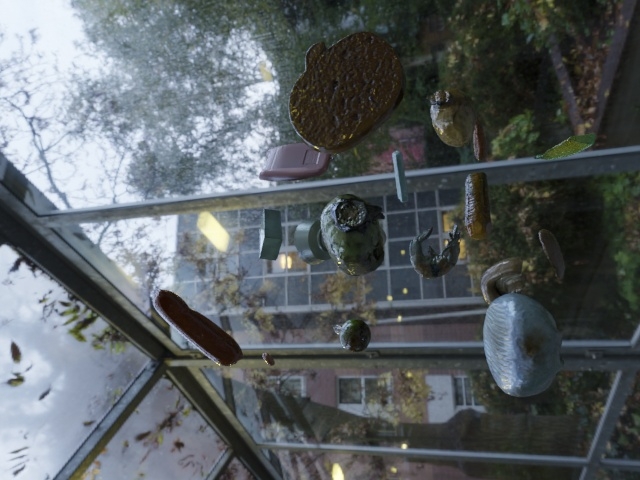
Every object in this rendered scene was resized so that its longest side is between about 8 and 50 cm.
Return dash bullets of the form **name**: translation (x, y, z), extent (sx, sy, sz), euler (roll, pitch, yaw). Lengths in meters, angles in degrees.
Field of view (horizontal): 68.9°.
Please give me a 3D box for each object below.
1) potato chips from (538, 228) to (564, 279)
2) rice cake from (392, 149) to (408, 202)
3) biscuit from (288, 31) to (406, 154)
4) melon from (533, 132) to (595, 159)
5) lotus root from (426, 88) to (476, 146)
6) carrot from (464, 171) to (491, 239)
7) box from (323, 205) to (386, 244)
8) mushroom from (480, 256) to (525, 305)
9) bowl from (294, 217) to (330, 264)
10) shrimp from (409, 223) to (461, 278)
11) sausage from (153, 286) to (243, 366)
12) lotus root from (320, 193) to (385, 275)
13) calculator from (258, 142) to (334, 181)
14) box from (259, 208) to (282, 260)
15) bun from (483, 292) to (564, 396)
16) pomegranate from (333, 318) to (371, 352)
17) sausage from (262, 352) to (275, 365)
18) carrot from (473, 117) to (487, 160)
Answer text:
- **potato chips**: translation (0.888, 0.051, 1.773), extent (0.150, 0.049, 0.202), euler (-7, -98, -54)
- **rice cake**: translation (0.356, -0.286, 2.082), extent (0.085, 0.040, 0.226), euler (-96, -5, -75)
- **biscuit**: translation (0.071, -0.479, 1.490), extent (0.351, 0.394, 0.070), euler (59, -167, 9)
- **melon**: translation (1.011, -0.381, 1.960), extent (0.261, 0.113, 0.053), euler (155, 116, -63)
- **lotus root**: translation (0.439, -0.402, 1.526), extent (0.257, 0.139, 0.155), euler (39, -132, -52)
- **carrot**: translation (0.689, -0.151, 2.055), extent (0.114, 0.113, 0.302), euler (56, -144, -59)
- **box**: translation (0.182, -0.078, 2.532), extent (0.288, 0.349, 0.141), euler (24, -81, -33)
- **mushroom**: translation (0.700, 0.181, 1.815), extent (0.156, 0.151, 0.286), euler (-73, -22, -52)
- **bowl**: translation (0.000, 0.000, 2.034), extent (0.211, 0.112, 0.212), euler (7, -100, -42)
- **shrimp**: translation (0.592, 0.036, 2.371), extent (0.360, 0.246, 0.085), euler (-50, -13, -21)
- **sausage**: translation (-0.386, 0.271, 1.447), extent (0.094, 0.348, 0.097), euler (-53, 6, -21)
- **lotus root**: translation (0.088, 0.001, 1.141), extent (0.309, 0.173, 0.173), euler (57, -148, -63)
- **calculator**: translation (-0.101, -0.343, 1.997), extent (0.048, 0.329, 0.220), euler (69, -154, -47)
- **box**: translation (-0.235, -0.030, 2.190), extent (0.225, 0.086, 0.130), euler (-100, 23, -51)
- **bun**: translation (0.706, 0.357, 1.627), extent (0.362, 0.211, 0.363), euler (-5, -90, -88)
- **pomegranate**: translation (0.148, 0.451, 2.233), extent (0.159, 0.205, 0.160), euler (-8, -78, -41)
- **sausage**: translation (-0.235, 0.539, 2.116), extent (0.034, 0.034, 0.083), euler (-79, -29, -43)
- **carrot**: translation (0.715, -0.470, 2.112), extent (0.059, 0.059, 0.248), euler (-75, -30, -49)
